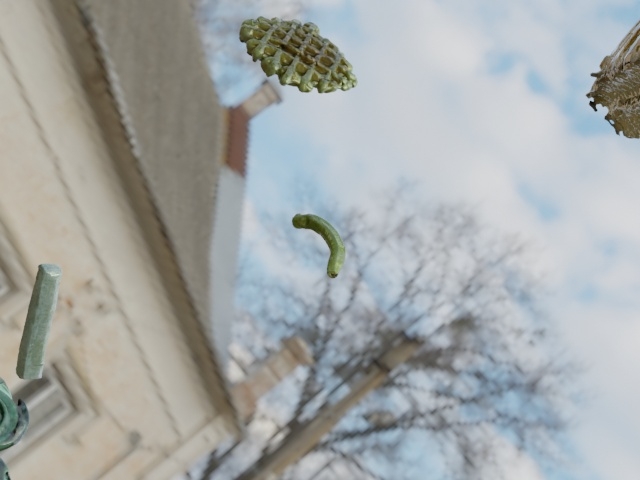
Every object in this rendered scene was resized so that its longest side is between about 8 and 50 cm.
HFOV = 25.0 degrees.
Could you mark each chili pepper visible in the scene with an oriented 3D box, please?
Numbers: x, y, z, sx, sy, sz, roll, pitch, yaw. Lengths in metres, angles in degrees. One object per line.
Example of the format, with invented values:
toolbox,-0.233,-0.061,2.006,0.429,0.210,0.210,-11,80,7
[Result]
chili pepper,0.001,0.000,1.167,0.017,0.030,0.083,34,8,-43

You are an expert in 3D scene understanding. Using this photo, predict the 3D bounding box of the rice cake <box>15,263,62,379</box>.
rice cake,-0.378,0.110,1.944,0.029,0.033,0.170,34,-64,45

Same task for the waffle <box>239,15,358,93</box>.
waffle,-0.033,-0.281,2.189,0.169,0.183,0.036,52,-50,28

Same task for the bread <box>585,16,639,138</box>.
bread,0.382,-0.209,1.417,0.111,0.246,0.239,43,-4,0

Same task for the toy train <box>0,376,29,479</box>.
toy train,-0.462,0.260,1.602,0.238,0.299,0.167,17,-48,-2
